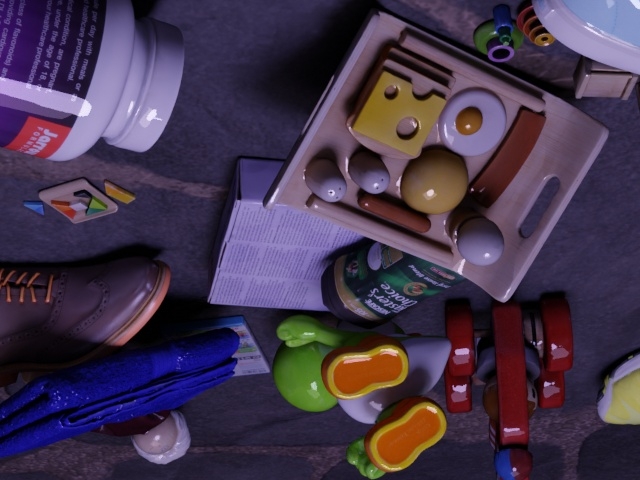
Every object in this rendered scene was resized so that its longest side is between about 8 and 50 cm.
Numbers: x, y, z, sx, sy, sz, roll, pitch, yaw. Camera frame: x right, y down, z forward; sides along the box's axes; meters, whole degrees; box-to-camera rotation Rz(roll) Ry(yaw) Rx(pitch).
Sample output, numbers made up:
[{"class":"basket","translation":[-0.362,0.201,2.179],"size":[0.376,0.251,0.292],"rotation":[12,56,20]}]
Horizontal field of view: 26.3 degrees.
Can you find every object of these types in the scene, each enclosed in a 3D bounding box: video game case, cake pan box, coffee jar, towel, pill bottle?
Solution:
[{"class":"video game case","translation":[-0.148,0.156,1.957],"size":[0.119,0.015,0.166],"rotation":[-7,150,9]},{"class":"cake pan box","translation":[0.000,0.000,1.648],"size":[0.246,0.070,0.267],"rotation":[2,150,-11]},{"class":"coffee jar","translation":[0.089,0.034,1.572],"size":[0.096,0.079,0.184],"rotation":[24,139,-36]},{"class":"towel","translation":[-0.269,0.205,1.761],"size":[0.308,0.076,0.228],"rotation":[-12,163,-44]},{"class":"pill bottle","translation":[-0.292,-0.177,1.210],"size":[0.323,0.181,0.181],"rotation":[15,146,-26]}]

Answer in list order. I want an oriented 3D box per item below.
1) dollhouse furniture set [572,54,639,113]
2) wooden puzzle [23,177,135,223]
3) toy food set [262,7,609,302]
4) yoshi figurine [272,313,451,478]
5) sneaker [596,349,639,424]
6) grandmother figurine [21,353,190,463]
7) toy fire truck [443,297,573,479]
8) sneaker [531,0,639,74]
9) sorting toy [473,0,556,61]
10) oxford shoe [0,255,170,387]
[{"class":"dollhouse furniture set","translation":[0.352,-0.107,1.449],"size":[0.182,0.101,0.161],"rotation":[1,150,-5]},{"class":"wooden puzzle","translation":[-0.283,-0.044,1.606],"size":[0.116,0.014,0.078],"rotation":[-19,146,27]},{"class":"toy food set","translation":[0.119,-0.077,1.378],"size":[0.306,0.092,0.219],"rotation":[21,106,-29]},{"class":"yoshi figurine","translation":[0.030,0.180,1.732],"size":[0.203,0.203,0.362],"rotation":[18,-175,-8]},{"class":"sneaker","translation":[0.585,0.221,1.984],"size":[0.385,0.147,0.145],"rotation":[-17,148,26]},{"class":"grandmother figurine","translation":[-0.301,0.240,2.012],"size":[0.208,0.104,0.342],"rotation":[-11,147,23]},{"class":"toy fire truck","translation":[0.259,0.227,1.867],"size":[0.169,0.253,0.302],"rotation":[-4,150,3]},{"class":"sneaker","translation":[0.386,-0.210,1.243],"size":[0.366,0.135,0.150],"rotation":[8,152,-18]},{"class":"sorting toy","translation":[0.193,-0.199,1.340],"size":[0.061,0.042,0.102],"rotation":[25,141,-38]},{"class":"oxford shoe","translation":[-0.358,0.090,1.729],"size":[0.364,0.130,0.132],"rotation":[-22,132,21]}]
